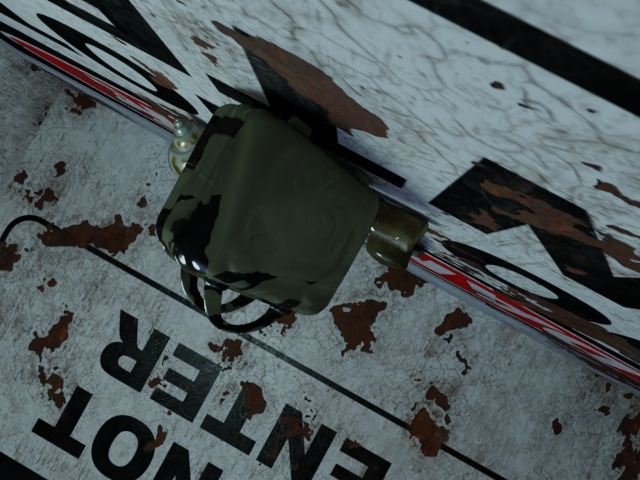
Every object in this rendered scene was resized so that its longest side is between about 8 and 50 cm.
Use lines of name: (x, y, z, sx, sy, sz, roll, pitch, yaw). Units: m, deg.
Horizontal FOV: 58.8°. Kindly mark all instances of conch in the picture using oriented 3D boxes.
conch: (-0.329, -0.240, 1.560, 0.149, 0.182, 0.275, 60, 178, 11)

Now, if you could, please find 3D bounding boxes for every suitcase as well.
suitcase: (-0.080, -0.008, 0.922, 0.194, 0.339, 0.351, 28, 178, 41)

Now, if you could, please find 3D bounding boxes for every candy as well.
candy: (0.182, 0.011, 1.451, 0.102, 0.104, 0.234, 23, 178, 17)

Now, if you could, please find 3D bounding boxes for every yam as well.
yam: (0.042, -0.086, 1.130, 0.356, 0.081, 0.081, 28, 179, 15)

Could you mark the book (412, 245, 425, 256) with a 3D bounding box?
book: (0.191, -0.014, 1.657, 0.231, 0.022, 0.162, 28, -171, 15)
